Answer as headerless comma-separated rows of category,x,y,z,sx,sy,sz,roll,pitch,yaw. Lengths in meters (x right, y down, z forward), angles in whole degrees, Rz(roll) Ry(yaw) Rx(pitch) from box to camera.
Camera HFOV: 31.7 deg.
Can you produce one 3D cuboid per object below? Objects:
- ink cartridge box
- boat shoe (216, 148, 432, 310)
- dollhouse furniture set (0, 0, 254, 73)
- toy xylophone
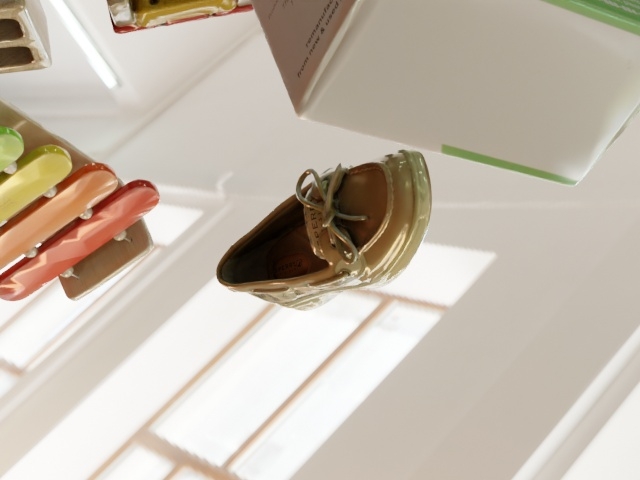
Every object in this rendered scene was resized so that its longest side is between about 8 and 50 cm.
ink cartridge box,0.046,-0.142,0.539,0.092,0.160,0.219,-58,-144,32
boat shoe,0.000,0.000,1.004,0.285,0.089,0.104,-39,-128,54
dollhouse furniture set,-0.245,-0.212,0.777,0.152,0.374,0.201,119,-41,-78
toy xylophone,-0.319,-0.035,1.063,0.323,0.236,0.081,27,33,-46
